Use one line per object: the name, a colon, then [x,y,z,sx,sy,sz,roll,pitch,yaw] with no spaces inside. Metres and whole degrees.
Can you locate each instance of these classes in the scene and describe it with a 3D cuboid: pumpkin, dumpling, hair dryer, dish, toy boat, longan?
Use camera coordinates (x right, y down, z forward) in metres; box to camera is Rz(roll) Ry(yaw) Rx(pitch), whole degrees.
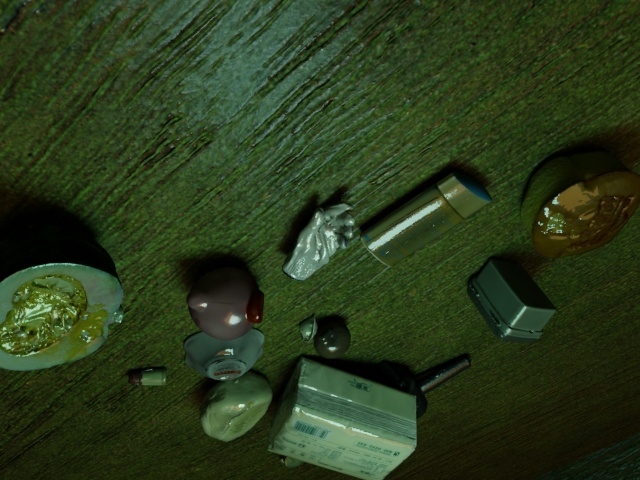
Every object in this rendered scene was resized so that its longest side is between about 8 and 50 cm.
pumpkin: [-0.536,0.090,1.118,0.263,0.197,0.293,10,126,-43]
dumpling: [-0.030,0.242,1.526,0.077,0.059,0.043,-37,123,17]
hair dryer: [0.339,0.428,1.821,0.302,0.116,0.244,-31,137,0]
dish: [-0.253,0.317,1.523,0.230,0.081,0.229,-9,138,-8]
toy boat: [-0.081,0.774,2.070,0.185,0.071,0.089,-34,92,19]
longan: [0.029,0.265,1.537,0.106,0.106,0.119,-26,151,11]

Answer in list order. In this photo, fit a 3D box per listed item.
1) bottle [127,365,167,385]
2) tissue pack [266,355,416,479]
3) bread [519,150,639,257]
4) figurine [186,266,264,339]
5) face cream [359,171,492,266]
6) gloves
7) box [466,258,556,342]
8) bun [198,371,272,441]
bottle: [-0.467,0.367,1.541,0.101,0.047,0.063,2,99,-13]
tissue pack: [0.061,0.543,1.699,0.381,0.207,0.297,21,132,-8]
bread: [0.596,-0.080,1.309,0.270,0.148,0.269,-9,138,-8]
figurine: [-0.214,0.142,1.288,0.173,0.173,0.173,-9,137,-8]
face cream: [0.238,-0.050,1.292,0.285,0.067,0.139,-34,136,20]
gloves: [-0.003,-0.002,1.251,0.119,0.097,0.229,18,133,-37]
box: [0.492,0.156,1.487,0.148,0.210,0.129,9,125,-26]
bun: [-0.251,0.471,1.651,0.229,0.145,0.229,-40,156,-21]
